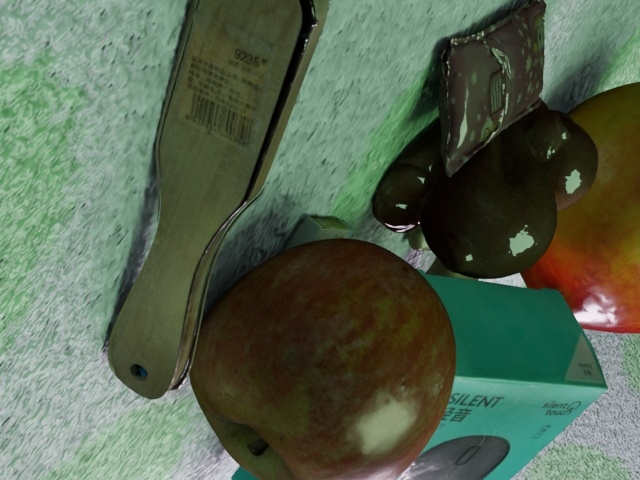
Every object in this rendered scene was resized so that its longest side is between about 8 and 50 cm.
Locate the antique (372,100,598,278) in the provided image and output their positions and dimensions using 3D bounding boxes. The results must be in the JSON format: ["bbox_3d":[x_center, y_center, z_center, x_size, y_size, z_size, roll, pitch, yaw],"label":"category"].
[{"bbox_3d":[0.174,-0.054,1.087,0.257,0.143,0.121,-33,150,-51],"label":"antique"}]

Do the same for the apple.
[{"bbox_3d":[0.005,0.092,0.853,0.174,0.188,0.188,-47,160,-30],"label":"apple"}]

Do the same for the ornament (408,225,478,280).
[{"bbox_3d":[0.135,0.083,1.236,0.230,0.061,0.245,34,84,-43],"label":"ornament"}]

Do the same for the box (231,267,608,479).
[{"bbox_3d":[0.083,0.176,1.059,0.205,0.118,0.311,8,131,-40],"label":"box"}]

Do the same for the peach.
[{"bbox_3d":[0.376,-0.030,1.385,0.332,0.308,0.308,-42,158,-22],"label":"peach"}]

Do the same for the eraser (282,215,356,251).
[{"bbox_3d":[0.000,0.000,0.943,0.038,0.019,0.083,-57,161,12],"label":"eraser"}]

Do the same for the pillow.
[{"bbox_3d":[0.148,-0.141,1.007,0.185,0.043,0.118,-35,129,-47],"label":"pillow"}]

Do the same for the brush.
[{"bbox_3d":[-0.062,-0.031,0.683,0.065,0.070,0.327,-47,164,-52],"label":"brush"}]
